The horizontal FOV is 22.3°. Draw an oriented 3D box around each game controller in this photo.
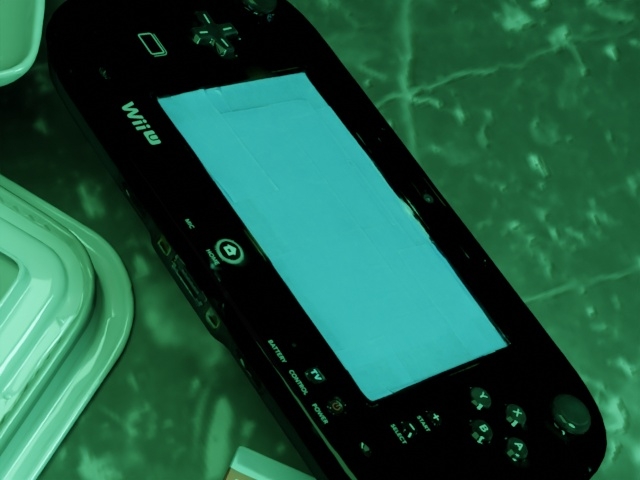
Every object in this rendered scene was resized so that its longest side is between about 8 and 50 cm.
[{"bbox_3d":[0.000,0.000,0.759,0.067,0.166,0.319,-48,68,31],"label":"game controller"}]

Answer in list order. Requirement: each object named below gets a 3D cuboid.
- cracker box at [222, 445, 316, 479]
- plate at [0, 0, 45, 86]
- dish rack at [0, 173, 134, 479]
[{"bbox_3d":[-0.012,0.228,0.713,0.155,0.067,0.232,23,73,8],"label":"cracker box"},{"bbox_3d":[-0.269,-0.160,0.831,0.278,0.045,0.277,-2,48,0],"label":"plate"},{"bbox_3d":[-0.282,0.072,0.774,0.285,0.072,0.333,30,72,12],"label":"dish rack"}]
